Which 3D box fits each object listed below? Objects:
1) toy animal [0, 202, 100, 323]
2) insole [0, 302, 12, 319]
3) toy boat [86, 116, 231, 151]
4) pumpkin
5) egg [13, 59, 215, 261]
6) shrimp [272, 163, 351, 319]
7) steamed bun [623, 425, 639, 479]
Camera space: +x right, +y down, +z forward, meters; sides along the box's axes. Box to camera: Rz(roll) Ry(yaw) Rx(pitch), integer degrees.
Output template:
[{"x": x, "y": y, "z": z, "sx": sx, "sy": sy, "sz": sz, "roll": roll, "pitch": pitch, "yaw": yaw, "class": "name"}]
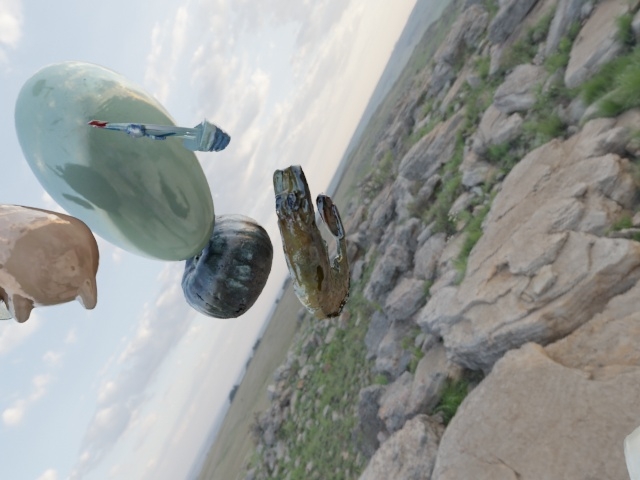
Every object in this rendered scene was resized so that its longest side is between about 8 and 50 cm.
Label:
[{"x": -0.404, "y": 0.031, "z": 0.545, "sx": 0.166, "sy": 0.250, "sz": 0.154, "roll": 8, "pitch": 108, "yaw": 60, "class": "toy animal"}, {"x": -0.498, "y": 0.077, "z": 0.659, "sx": 0.053, "sy": 0.152, "sz": 0.002, "roll": 9, "pitch": -73, "yaw": -59, "class": "insole"}, {"x": -0.166, "y": -0.126, "z": 0.502, "sx": 0.149, "sy": 0.105, "sz": 0.034, "roll": 8, "pitch": -94, "yaw": -52, "class": "toy boat"}, {"x": -0.199, "y": 0.054, "z": 0.966, "sx": 0.233, "sy": 0.163, "sz": 0.233, "roll": -40, "pitch": 41, "yaw": 46, "class": "pumpkin"}, {"x": -0.321, "y": -0.116, "z": 0.752, "sx": 0.229, "sy": 0.371, "sz": 0.230, "roll": -27, "pitch": 29, "yaw": 16, "class": "egg"}, {"x": 0.001, "y": 0.000, "z": 0.674, "sx": 0.173, "sy": 0.058, "sz": 0.253, "roll": -43, "pitch": -55, "yaw": -54, "class": "shrimp"}, {"x": 0.508, "y": 0.341, "z": 0.570, "sx": 0.145, "sy": 0.232, "sz": 0.232, "roll": -31, "pitch": 21, "yaw": 31, "class": "steamed bun"}]
